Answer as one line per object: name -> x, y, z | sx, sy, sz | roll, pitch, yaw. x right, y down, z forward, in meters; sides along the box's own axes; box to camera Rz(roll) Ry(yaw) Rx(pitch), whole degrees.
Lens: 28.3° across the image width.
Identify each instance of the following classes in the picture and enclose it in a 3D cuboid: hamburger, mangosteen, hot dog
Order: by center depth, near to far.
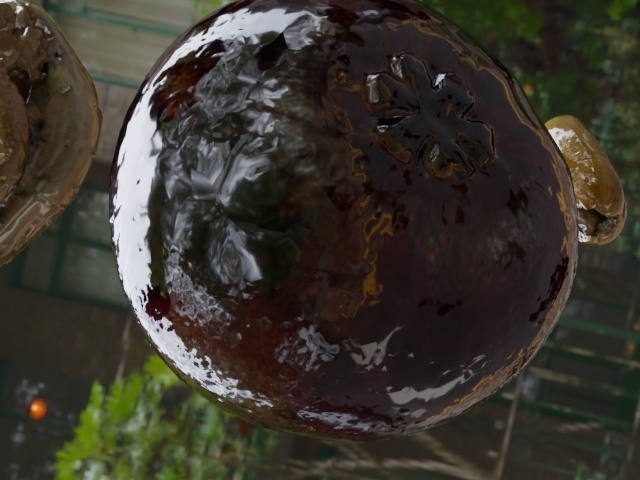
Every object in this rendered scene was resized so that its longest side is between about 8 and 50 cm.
mangosteen -> 0.000, 0.000, 0.655 | 0.261, 0.235, 0.235 | -51, 17, 54
hamburger -> -0.294, -0.082, 0.945 | 0.146, 0.286, 0.243 | 13, -95, -58
hot dog -> 0.196, -0.051, 0.990 | 0.140, 0.060, 0.090 | -102, -15, -48
